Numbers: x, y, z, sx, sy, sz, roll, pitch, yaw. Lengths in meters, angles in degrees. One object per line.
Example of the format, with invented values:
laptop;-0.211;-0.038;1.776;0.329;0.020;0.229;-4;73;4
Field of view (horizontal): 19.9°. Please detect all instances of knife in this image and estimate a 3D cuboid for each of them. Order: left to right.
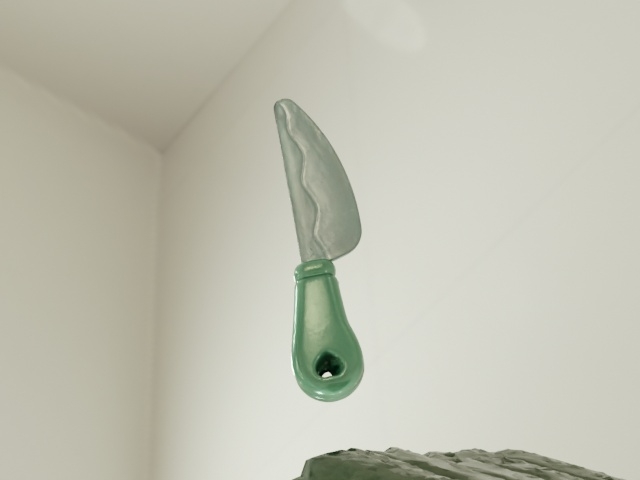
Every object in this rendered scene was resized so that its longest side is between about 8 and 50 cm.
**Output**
knife;0.002;0.000;1.423;0.063;0.035;0.260;-5;-114;1

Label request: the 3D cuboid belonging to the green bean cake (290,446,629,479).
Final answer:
green bean cake;0.082;0.291;1.191;0.169;0.300;0.308;12;-178;38
